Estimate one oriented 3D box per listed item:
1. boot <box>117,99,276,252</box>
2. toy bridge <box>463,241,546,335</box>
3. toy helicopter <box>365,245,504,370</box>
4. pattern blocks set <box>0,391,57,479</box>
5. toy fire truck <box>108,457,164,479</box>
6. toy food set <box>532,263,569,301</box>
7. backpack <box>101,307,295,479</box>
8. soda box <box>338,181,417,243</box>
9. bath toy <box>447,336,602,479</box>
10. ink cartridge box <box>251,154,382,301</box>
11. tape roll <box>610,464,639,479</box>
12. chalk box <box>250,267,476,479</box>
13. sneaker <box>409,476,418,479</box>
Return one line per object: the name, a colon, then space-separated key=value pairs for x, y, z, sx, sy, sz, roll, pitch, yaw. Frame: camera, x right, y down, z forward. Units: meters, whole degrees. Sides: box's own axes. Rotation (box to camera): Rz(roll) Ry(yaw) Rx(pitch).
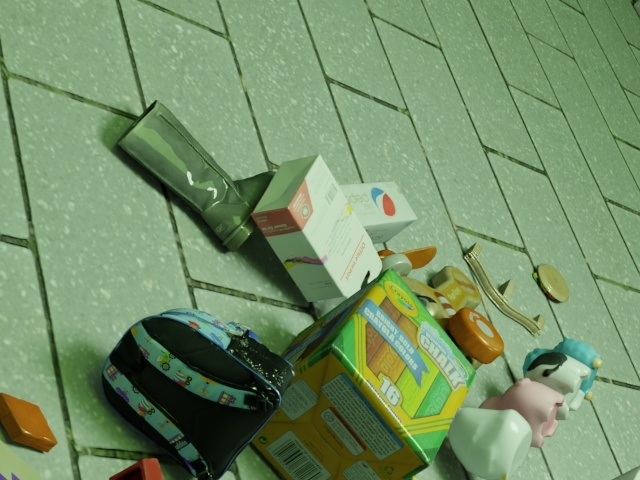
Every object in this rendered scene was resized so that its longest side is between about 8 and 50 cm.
boot: x=-0.153 y=-0.101 z=1.625 sx=0.208 sy=0.076 sz=0.190 roll=41 pitch=30 yaw=-5
toy bridge: x=0.309 y=0.090 z=2.067 sx=0.188 sy=0.026 sz=0.063 roll=48 pitch=33 yaw=-7
toy helicopter: x=0.158 y=0.092 z=1.807 sx=0.235 sy=0.140 sz=0.355 roll=45 pitch=20 yaw=5
pattern blocks set: x=-0.298 y=0.235 z=1.086 sx=0.325 sy=0.026 sz=0.285 roll=49 pitch=22 yaw=-6
toy fire truck: x=-0.128 y=0.312 z=1.208 sx=0.135 sy=0.047 sz=0.192 roll=24 pitch=40 yaw=-59
toy food set: x=0.419 y=0.077 z=2.232 sx=0.083 sy=0.020 sz=0.083 roll=-14 pitch=69 yaw=-57
backpack: x=-0.135 y=0.148 z=1.307 sx=0.173 sy=0.158 sz=0.117 roll=36 pitch=24 yaw=-3
soda box: x=0.051 y=-0.037 z=1.817 sx=0.216 sy=0.069 sz=0.074 roll=-7 pitch=64 yaw=-56
bath toy: x=0.281 y=0.244 z=1.778 sx=0.129 sy=0.151 sz=0.348 roll=24 pitch=25 yaw=25
ink cartridge box: x=0.000 y=0.000 z=1.638 sx=0.198 sy=0.067 sz=0.115 roll=58 pitch=40 yaw=-28
tape roll: x=0.466 y=0.443 z=1.720 sx=0.246 sy=0.169 sz=0.246 roll=19 pitch=51 yaw=-25
chalk box: x=0.058 y=0.171 z=1.502 sx=0.180 sy=0.179 sz=0.289 roll=49 pitch=31 yaw=-5
sneaker: x=0.116 y=0.312 z=1.571 sx=0.031 sy=0.035 sz=0.083 roll=41 pitch=32 yaw=-19
